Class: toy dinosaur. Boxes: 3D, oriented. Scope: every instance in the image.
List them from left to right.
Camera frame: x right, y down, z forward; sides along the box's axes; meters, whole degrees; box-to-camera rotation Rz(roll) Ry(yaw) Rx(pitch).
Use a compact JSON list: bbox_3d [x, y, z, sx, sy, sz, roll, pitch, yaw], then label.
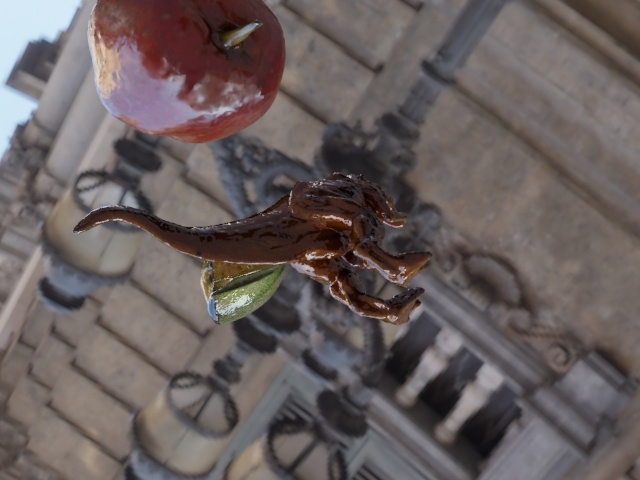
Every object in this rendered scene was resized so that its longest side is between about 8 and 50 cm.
[{"bbox_3d":[0.000,0.000,1.151,0.208,0.097,0.432,35,-158,26],"label":"toy dinosaur"}]

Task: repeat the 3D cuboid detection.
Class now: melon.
[{"bbox_3d":[-0.096,0.055,1.631,0.128,0.079,0.160,-16,-156,1],"label":"melon"}]

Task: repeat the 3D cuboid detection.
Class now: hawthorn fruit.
[{"bbox_3d":[-0.179,-0.282,1.827,0.287,0.330,0.287,3,-95,-36],"label":"hawthorn fruit"}]
